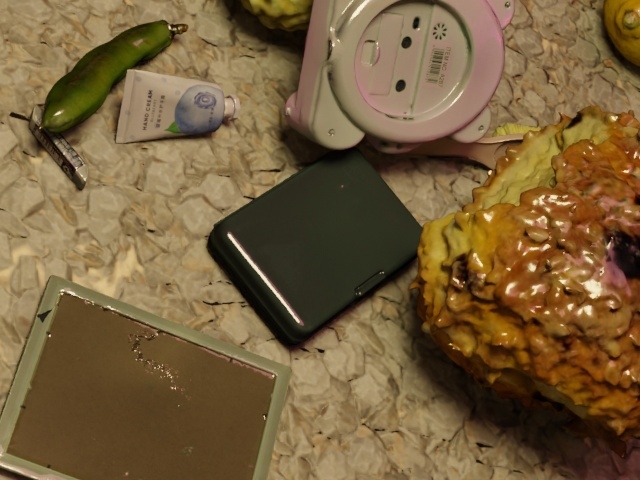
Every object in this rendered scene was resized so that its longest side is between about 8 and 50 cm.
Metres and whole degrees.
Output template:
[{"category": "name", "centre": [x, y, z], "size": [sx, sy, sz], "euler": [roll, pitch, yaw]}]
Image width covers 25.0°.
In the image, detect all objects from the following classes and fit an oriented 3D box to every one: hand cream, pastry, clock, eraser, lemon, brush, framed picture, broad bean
[{"category": "hand cream", "centre": [-0.154, -0.145, 1.580], "size": [0.142, 0.084, 0.053], "euler": [-4, 27, -36]}, {"category": "pastry", "centre": [0.302, 0.046, 1.581], "size": [0.337, 0.292, 0.405], "euler": [55, 42, -5]}, {"category": "clock", "centre": [0.093, -0.208, 1.613], "size": [0.247, 0.090, 0.228], "euler": [2, 107, -30]}, {"category": "eraser", "centre": [-0.274, -0.098, 1.510], "size": [0.019, 0.027, 0.099], "euler": [-38, 84, -30]}, {"category": "lemon", "centre": [0.482, -0.321, 1.950], "size": [0.244, 0.187, 0.187], "euler": [-26, 78, -32]}, {"category": "brush", "centre": [0.206, -0.120, 1.770], "size": [0.312, 0.072, 0.067], "euler": [6, 38, -22]}, {"category": "framed picture", "centre": [-0.172, 0.171, 1.420], "size": [0.273, 0.016, 0.216], "euler": [24, 55, -14]}, {"category": "broad bean", "centre": [-0.233, -0.182, 1.555], "size": [0.065, 0.046, 0.254], "euler": [17, 40, 21]}]

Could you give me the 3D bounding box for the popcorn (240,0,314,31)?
[{"category": "popcorn", "centre": [-0.007, -0.348, 1.684], "size": [0.251, 0.206, 0.237], "euler": [41, 25, -5]}]

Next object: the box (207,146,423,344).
[{"category": "box", "centre": [0.000, 0.000, 1.588], "size": [0.230, 0.050, 0.160], "euler": [-34, 82, -38]}]
